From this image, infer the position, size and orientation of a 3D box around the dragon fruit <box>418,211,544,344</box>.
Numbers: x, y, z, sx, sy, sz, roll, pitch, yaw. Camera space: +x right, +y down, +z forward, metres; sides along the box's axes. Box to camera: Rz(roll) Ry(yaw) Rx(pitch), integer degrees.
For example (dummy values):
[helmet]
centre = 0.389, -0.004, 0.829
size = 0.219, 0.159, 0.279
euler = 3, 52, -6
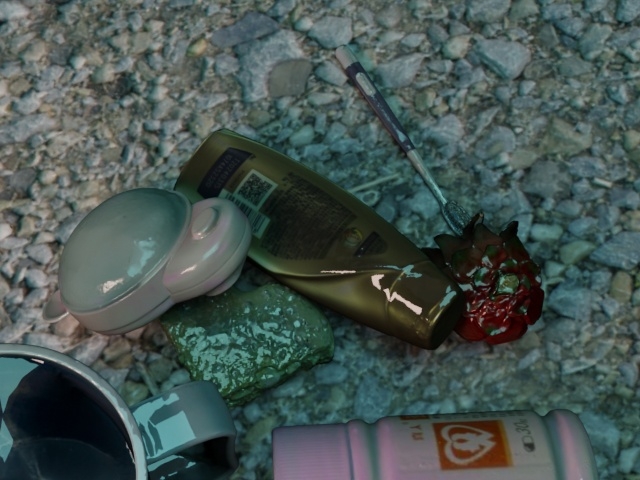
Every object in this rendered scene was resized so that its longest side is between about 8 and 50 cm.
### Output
[dragon fruit]
centre = 0.181, 0.050, 1.503
size = 0.130, 0.121, 0.142
euler = 11, 37, -31

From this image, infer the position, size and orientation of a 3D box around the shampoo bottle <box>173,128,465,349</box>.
[shampoo bottle]
centre = 0.000, 0.000, 1.491
size = 0.350, 0.084, 0.125
euler = 31, 81, 22

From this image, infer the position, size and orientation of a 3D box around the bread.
[bread]
centre = -0.103, 0.110, 1.494
size = 0.232, 0.064, 0.172
euler = 17, 67, 5

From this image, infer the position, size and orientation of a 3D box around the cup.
[cup]
centre = -0.265, 0.240, 1.305
size = 0.257, 0.311, 0.331
euler = 34, 71, 10

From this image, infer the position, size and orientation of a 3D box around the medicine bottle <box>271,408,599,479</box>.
[medicine bottle]
centre = 0.110, 0.277, 1.365
size = 0.316, 0.202, 0.202
euler = -2, 69, -4

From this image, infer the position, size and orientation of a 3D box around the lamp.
[lamp]
centre = -0.190, 0.010, 1.455
size = 0.246, 0.108, 0.179
euler = -12, 44, 28

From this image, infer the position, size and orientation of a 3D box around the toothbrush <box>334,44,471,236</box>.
[toothbrush]
centre = 0.097, -0.123, 1.612
size = 0.024, 0.026, 0.288
euler = -27, 72, -15
